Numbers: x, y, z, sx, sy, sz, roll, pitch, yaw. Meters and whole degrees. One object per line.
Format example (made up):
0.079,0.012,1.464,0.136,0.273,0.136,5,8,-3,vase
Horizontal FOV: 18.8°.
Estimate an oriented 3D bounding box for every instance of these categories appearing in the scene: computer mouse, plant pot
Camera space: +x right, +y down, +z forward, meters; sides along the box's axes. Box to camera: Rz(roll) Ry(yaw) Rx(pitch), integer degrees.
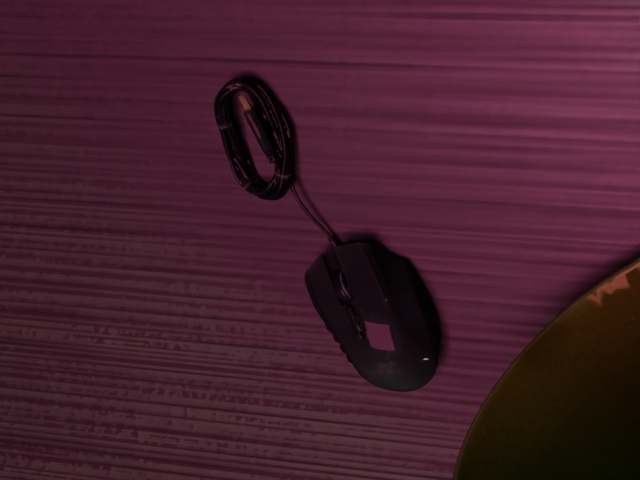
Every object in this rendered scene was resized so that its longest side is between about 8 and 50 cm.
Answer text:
0.000,0.000,1.282,0.071,0.041,0.242,-32,95,32,computer mouse
0.273,0.183,1.131,0.275,0.275,0.293,-28,114,31,plant pot
